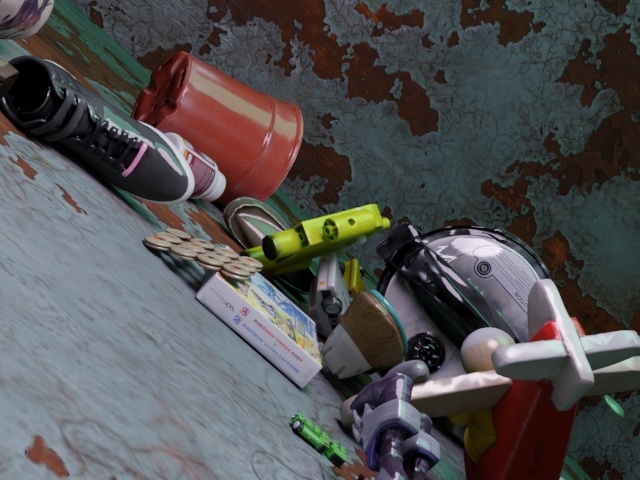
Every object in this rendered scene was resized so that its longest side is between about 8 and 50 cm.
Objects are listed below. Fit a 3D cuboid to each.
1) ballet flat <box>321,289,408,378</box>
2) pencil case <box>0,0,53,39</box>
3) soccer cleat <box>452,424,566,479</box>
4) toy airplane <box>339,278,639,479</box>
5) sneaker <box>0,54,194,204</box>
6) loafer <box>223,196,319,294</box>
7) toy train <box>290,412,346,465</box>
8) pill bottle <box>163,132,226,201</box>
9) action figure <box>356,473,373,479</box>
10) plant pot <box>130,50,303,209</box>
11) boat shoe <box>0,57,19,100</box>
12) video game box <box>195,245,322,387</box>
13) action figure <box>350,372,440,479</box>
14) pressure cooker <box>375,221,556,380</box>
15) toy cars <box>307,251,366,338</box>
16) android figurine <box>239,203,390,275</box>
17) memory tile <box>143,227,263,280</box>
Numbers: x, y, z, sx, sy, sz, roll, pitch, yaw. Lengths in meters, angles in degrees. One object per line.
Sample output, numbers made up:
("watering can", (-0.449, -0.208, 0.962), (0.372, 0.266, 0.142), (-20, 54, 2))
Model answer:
("ballet flat", (0.064, 0.163, 1.204), (0.116, 0.124, 0.342), (56, -3, 12))
("pencil case", (-0.511, -0.383, 1.043), (0.183, 0.160, 0.410), (52, 5, -5))
("soccer cleat", (0.373, 0.454, 1.470), (0.143, 0.116, 0.331), (17, 20, -41))
("toy airplane", (0.269, 0.204, 1.074), (0.386, 0.384, 0.272), (38, 18, -32))
("sneaker", (-0.307, -0.141, 1.036), (0.296, 0.104, 0.147), (37, 7, -2))
("loafer", (-0.081, 0.014, 1.490), (0.251, 0.094, 0.087), (42, 1, -16))
("toy train", (-0.002, 0.225, 0.873), (0.083, 0.017, 0.023), (42, 16, -18))
("pill bottle", (-0.245, -0.130, 1.437), (0.086, 0.086, 0.152), (48, 7, 37))
("action figure", (0.050, 0.272, 0.837), (0.038, 0.030, 0.115), (40, 2, 20))
("plant pot", (-0.223, -0.230, 1.581), (0.265, 0.272, 0.272), (29, 13, -36))
("boat shoe", (-0.366, -0.153, 0.714), (0.104, 0.110, 0.307), (38, -3, -18))
("video game box", (-0.083, 0.099, 1.088), (0.187, 0.048, 0.205), (40, 6, -10))
("action figure", (0.079, 0.262, 0.717), (0.185, 0.099, 0.285), (45, 22, -22))
("pressure cooker", (0.289, 0.159, 1.577), (0.370, 0.375, 0.420), (5, -4, 8))
("toy cars", (0.031, 0.122, 1.467), (0.394, 0.087, 0.176), (20, 64, -77))
("android figurine", (0.000, 0.000, 1.352), (0.273, 0.248, 0.056), (-13, 79, -38))
("memory tile", (-0.153, 0.017, 1.036), (0.148, 0.012, 0.113), (20, 9, 7))
